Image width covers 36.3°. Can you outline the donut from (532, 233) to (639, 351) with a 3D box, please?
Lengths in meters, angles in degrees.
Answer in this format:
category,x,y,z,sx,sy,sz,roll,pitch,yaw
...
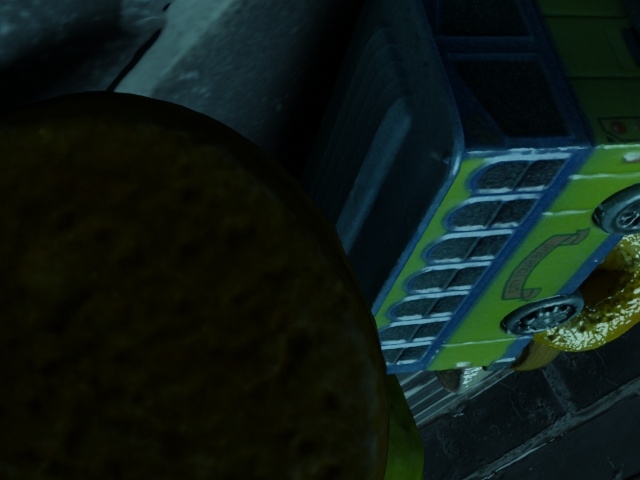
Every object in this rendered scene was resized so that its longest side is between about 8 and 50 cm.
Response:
category,x,y,z,sx,sy,sz,roll,pitch,yaw
donut,0.315,0.024,1.189,0.254,0.118,0.253,-11,125,-17

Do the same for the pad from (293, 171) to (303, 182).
category,x,y,z,sx,sy,sz,roll,pitch,yaw
pad,-0.014,0.008,0.822,0.233,0.022,0.174,-32,144,12

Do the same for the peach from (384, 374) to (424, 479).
category,x,y,z,sx,sy,sz,roll,pitch,yaw
peach,-0.035,0.250,1.128,0.316,0.314,0.281,-1,122,-9

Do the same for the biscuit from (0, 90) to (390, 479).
category,x,y,z,sx,sy,sz,roll,pitch,yaw
biscuit,-0.149,0.126,0.477,0.394,0.350,0.070,-25,178,4

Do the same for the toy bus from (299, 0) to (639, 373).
category,x,y,z,sx,sy,sz,roll,pitch,yaw
toy bus,0.092,-0.029,0.641,0.190,0.152,0.312,-4,150,-17

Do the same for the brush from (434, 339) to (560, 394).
category,x,y,z,sx,sy,sz,roll,pitch,yaw
brush,0.246,0.086,1.345,0.166,0.174,0.266,-12,149,-22
